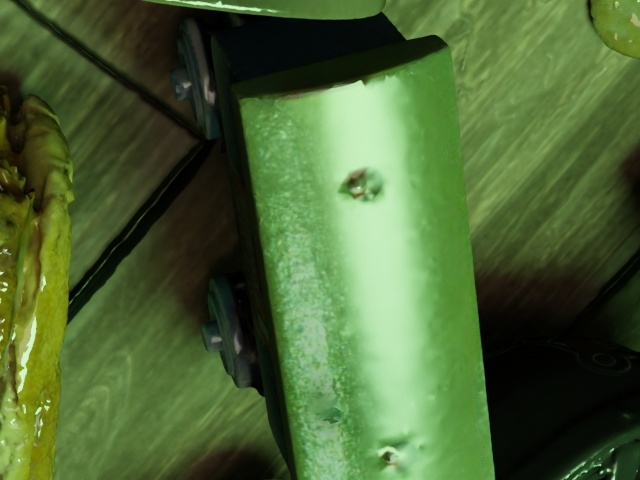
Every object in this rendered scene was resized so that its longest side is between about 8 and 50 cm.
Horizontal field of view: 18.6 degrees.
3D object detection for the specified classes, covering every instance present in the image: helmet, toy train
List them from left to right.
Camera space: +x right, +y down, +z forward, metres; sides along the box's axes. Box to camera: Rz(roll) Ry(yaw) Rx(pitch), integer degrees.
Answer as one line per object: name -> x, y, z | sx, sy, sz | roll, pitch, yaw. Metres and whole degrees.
toy train -> 0.000, 0.000, 1.058 | 0.131, 0.202, 0.300 | -14, 118, -10
helmet -> 0.118, 0.167, 1.195 | 0.230, 0.160, 0.279 | 14, 119, -49

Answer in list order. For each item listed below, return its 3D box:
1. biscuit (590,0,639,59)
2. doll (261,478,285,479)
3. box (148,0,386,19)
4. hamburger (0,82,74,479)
biscuit -> 0.229, -0.131, 1.142 | 0.147, 0.018, 0.071 | 13, 115, 5
doll -> -0.107, 0.244, 1.202 | 0.278, 0.119, 0.154 | -15, 118, 1
box -> -0.091, -0.234, 0.874 | 0.301, 0.301, 0.216 | 5, 108, -19
hamburger -> -0.205, 0.057, 1.048 | 0.155, 0.245, 0.282 | 2, 70, -13
